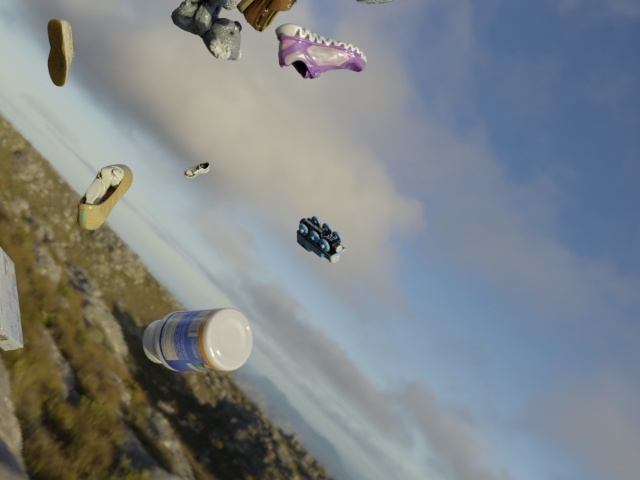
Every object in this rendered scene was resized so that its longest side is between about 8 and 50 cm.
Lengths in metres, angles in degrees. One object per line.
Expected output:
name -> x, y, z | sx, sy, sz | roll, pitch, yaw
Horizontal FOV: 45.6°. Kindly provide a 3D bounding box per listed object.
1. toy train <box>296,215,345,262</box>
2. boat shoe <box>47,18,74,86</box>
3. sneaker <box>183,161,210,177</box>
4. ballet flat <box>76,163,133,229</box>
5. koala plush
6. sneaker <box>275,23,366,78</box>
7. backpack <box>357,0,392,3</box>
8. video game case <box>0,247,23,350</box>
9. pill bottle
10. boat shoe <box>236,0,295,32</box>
toy train -> 0.000, 0.000, 2.391 | 0.184, 0.080, 0.105 | 37, -36, 33
boat shoe -> -0.523, -0.382, 1.549 | 0.050, 0.135, 0.045 | 16, 24, 16
sneaker -> -0.360, -0.209, 2.218 | 0.032, 0.083, 0.037 | 56, -33, 11
ballet flat -> -0.471, -0.117, 1.678 | 0.080, 0.232, 0.073 | 6, -49, 4
koala plush -> -0.322, -0.646, 2.328 | 0.221, 0.203, 0.196 | 60, 10, -9
sneaker -> -0.004, -0.420, 1.772 | 0.237, 0.104, 0.095 | 10, -4, -29
backpack -> 0.140, -0.621, 1.831 | 0.114, 0.104, 0.084 | 12, 1, 25
video game case -> -0.912, 0.155, 2.152 | 0.244, 0.061, 0.269 | 107, -30, -69
pill bottle -> -0.311, 0.246, 1.875 | 0.272, 0.152, 0.152 | -9, -47, 40
boat shoe -> -0.100, -0.675, 2.057 | 0.104, 0.111, 0.307 | 53, -39, -10
